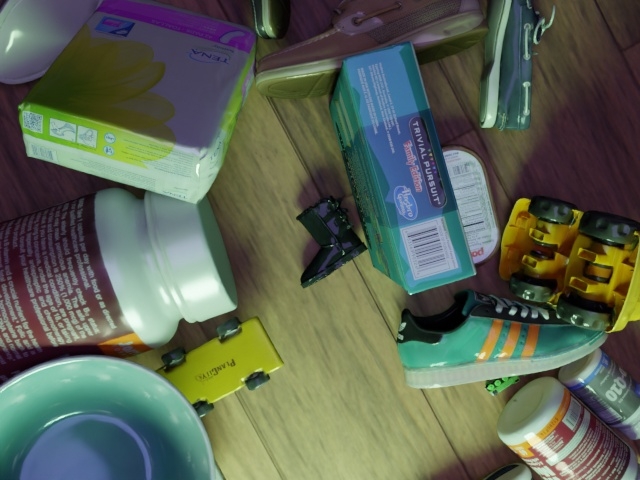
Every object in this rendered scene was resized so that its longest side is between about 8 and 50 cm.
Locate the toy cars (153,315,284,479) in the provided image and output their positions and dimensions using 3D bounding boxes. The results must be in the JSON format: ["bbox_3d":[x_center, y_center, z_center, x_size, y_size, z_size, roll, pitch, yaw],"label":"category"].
[{"bbox_3d":[-0.176,0.277,1.031,0.177,0.087,0.393,21,96,9],"label":"toy cars"}]

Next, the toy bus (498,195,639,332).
[{"bbox_3d":[0.398,0.026,1.004,0.212,0.220,0.149,0,107,-32],"label":"toy bus"}]

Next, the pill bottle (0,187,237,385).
[{"bbox_3d":[-0.325,0.062,0.944,0.392,0.224,0.224,-18,93,-1],"label":"pill bottle"}]

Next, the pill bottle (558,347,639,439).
[{"bbox_3d":[0.428,0.225,1.050,0.137,0.078,0.078,41,91,-3],"label":"pill bottle"}]

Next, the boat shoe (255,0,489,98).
[{"bbox_3d":[0.063,-0.288,1.001,0.341,0.122,0.110,-18,89,-11],"label":"boat shoe"}]

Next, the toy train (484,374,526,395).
[{"bbox_3d":[0.287,0.207,1.076,0.083,0.017,0.023,-33,104,0],"label":"toy train"}]

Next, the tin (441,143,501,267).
[{"bbox_3d":[0.204,-0.049,1.052,0.106,0.040,0.189,-14,93,3],"label":"tin"}]

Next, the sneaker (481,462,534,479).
[{"bbox_3d":[0.236,0.433,1.052,0.217,0.079,0.121,-26,92,-2],"label":"sneaker"}]

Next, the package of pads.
[{"bbox_3d":[-0.213,-0.193,0.920,0.229,0.101,0.296,16,47,-2],"label":"package of pads"}]

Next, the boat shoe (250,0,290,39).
[{"bbox_3d":[-0.089,-0.376,0.996,0.074,0.080,0.223,-9,73,16],"label":"boat shoe"}]

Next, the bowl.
[{"bbox_3d":[-0.297,0.306,0.895,0.312,0.163,0.311,4,76,-15],"label":"bowl"}]

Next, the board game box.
[{"bbox_3d":[0.087,-0.083,0.895,0.079,0.336,0.253,-16,93,-1],"label":"board game box"}]

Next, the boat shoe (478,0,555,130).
[{"bbox_3d":[0.280,-0.285,1.014,0.079,0.095,0.254,5,94,-1],"label":"boat shoe"}]

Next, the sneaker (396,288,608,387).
[{"bbox_3d":[0.260,0.125,1.025,0.302,0.108,0.121,-12,97,0],"label":"sneaker"}]

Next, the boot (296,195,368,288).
[{"bbox_3d":[0.000,0.000,1.042,0.121,0.045,0.099,-34,88,7],"label":"boot"}]

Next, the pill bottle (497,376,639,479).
[{"bbox_3d":[0.375,0.311,1.031,0.221,0.121,0.121,43,91,-3],"label":"pill bottle"}]

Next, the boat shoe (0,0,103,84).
[{"bbox_3d":[-0.370,-0.364,1.004,0.319,0.116,0.099,-52,50,7],"label":"boat shoe"}]
